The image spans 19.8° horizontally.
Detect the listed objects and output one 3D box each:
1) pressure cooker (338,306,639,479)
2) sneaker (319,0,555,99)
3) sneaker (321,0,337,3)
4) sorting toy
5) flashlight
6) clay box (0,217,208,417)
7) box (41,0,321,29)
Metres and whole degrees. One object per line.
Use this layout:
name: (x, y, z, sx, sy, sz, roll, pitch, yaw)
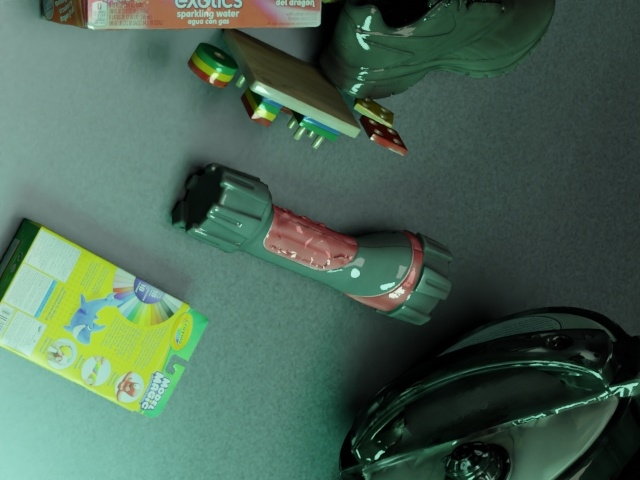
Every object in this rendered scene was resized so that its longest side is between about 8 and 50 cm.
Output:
pressure cooker: (0.248, 0.276, 2.004, 0.370, 0.375, 0.420, -42, 118, -13)
sneaker: (0.139, -0.241, 1.964, 0.286, 0.109, 0.130, -20, 145, -27)
sneaker: (0.053, -0.329, 1.954, 0.185, 0.069, 0.084, -40, 99, -16)
sorting toy: (-0.032, -0.149, 1.906, 0.274, 0.132, 0.046, 22, 113, -29)
flashlight: (0.000, 0.000, 1.963, 0.304, 0.103, 0.103, 24, 89, -32)
clay box: (-0.234, 0.084, 1.877, 0.222, 0.053, 0.127, 31, 84, -32)
box: (-0.137, -0.273, 1.815, 0.257, 0.128, 0.122, -4, 102, -28)
